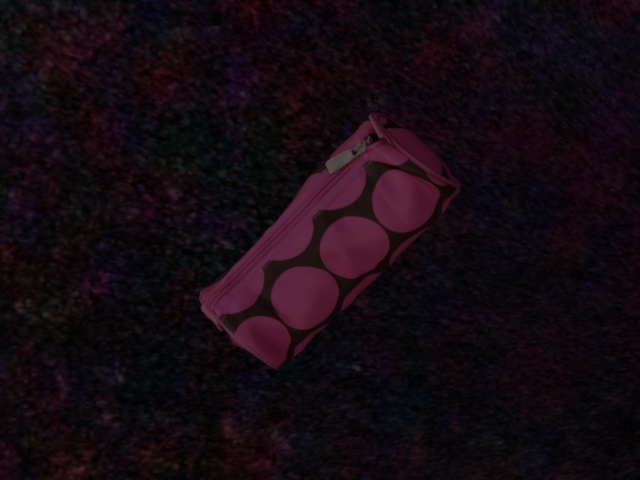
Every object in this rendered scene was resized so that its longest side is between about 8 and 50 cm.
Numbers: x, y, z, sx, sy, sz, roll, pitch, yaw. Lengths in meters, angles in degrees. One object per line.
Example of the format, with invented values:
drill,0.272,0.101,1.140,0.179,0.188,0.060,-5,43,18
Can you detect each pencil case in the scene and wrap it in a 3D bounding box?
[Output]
pencil case,0.000,0.000,0.825,0.209,0.098,0.095,-48,62,14
